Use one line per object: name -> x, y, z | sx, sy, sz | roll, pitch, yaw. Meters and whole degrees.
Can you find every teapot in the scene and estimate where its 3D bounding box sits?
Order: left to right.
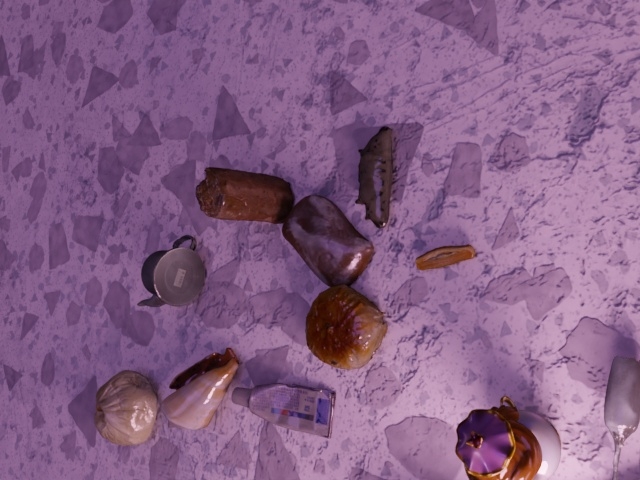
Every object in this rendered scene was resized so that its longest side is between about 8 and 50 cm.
teapot -> -0.423, 0.086, 1.924 | 0.149, 0.162, 0.239 | 4, 60, 48

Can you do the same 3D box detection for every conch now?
conch -> -0.302, 0.405, 1.811 | 0.255, 0.127, 0.158 | -35, 31, 3

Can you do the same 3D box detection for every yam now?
yam -> -0.191, -0.110, 1.726 | 0.129, 0.238, 0.128 | 9, 94, 43

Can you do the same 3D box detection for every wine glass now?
wine glass -> 0.527, 0.327, 1.206 | 0.074, 0.074, 0.262 | 1, 69, 36

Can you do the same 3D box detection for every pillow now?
pillow -> 0.123, -0.147, 1.608 | 0.093, 0.051, 0.241 | 0, 84, 31

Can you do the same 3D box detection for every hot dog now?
hot dog -> 0.269, 0.033, 1.489 | 0.137, 0.028, 0.044 | -18, 98, 35

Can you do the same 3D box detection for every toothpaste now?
toothpaste -> -0.093, 0.399, 1.683 | 0.282, 0.068, 0.099 | 4, 115, 27

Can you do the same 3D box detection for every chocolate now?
chocolate -> 0.000, -0.002, 1.657 | 0.254, 0.080, 0.157 | 47, 110, 31

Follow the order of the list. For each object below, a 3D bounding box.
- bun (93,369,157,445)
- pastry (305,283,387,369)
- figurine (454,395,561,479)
bun -> -0.571, 0.478, 1.965 | 0.220, 0.134, 0.221 | -5, 82, 39
pastry -> 0.050, 0.202, 1.582 | 0.192, 0.093, 0.182 | 33, 105, 33
figurine -> 0.339, 0.375, 1.238 | 0.142, 0.263, 0.190 | -35, 62, 28
